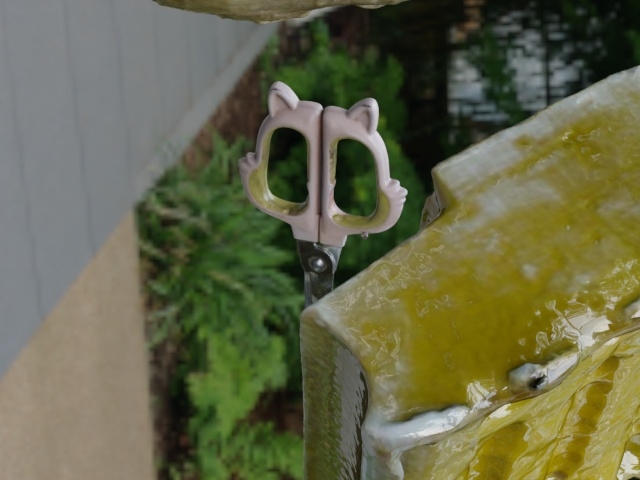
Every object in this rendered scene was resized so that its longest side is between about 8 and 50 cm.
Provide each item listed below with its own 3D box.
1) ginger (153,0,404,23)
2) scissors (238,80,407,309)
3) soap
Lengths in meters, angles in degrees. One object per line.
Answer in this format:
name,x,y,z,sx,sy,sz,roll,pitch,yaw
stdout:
ginger,-0.042,-0.171,0.856,0.137,0.213,0.074,109,-26,-54
scissors,0.000,0.000,1.371,0.024,0.160,0.317,-61,158,-50
soap,0.103,0.076,0.785,0.143,0.259,0.281,48,-23,23
